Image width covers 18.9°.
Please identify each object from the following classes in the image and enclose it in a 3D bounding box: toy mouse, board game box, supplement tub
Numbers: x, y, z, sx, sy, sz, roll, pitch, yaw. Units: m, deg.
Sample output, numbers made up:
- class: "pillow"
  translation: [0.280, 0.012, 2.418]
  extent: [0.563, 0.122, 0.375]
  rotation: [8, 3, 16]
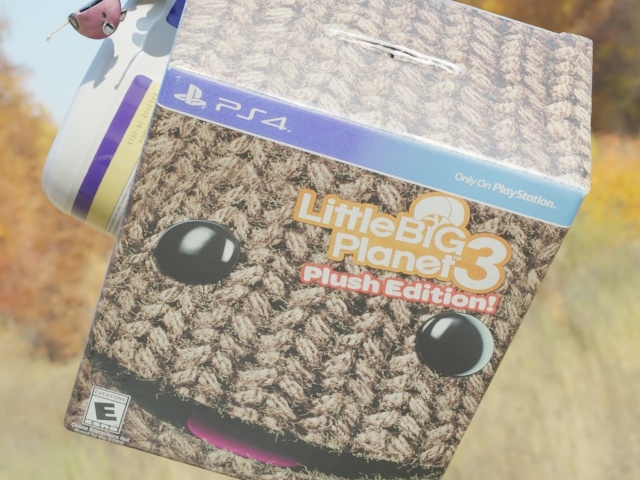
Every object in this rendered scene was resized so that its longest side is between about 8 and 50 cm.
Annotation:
- class: "toy mouse"
  translation: [-0.134, -0.186, 1.441]
  extent: [0.161, 0.031, 0.143]
  rotation: [-34, 16, -2]
- class: "board game box"
  translation: [0.000, 0.000, 1.126]
  extent: [0.232, 0.141, 0.291]
  rotation: [16, -49, -5]
- class: "supplement tub"
  translation: [-0.038, -0.065, 1.609]
  extent: [0.331, 0.241, 0.241]
  rotation: [28, -5, -3]
